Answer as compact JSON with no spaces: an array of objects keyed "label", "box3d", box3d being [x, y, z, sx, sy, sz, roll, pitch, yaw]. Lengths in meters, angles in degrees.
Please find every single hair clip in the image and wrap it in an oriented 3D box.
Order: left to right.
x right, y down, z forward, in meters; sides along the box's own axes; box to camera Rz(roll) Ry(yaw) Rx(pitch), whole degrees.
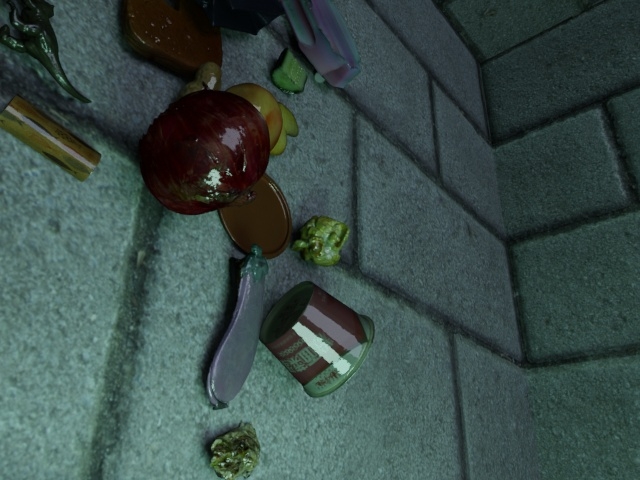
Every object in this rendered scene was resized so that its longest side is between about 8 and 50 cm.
[{"label":"hair clip","box3d":[-0.176,0.186,1.112,0.096,0.110,0.358,7,66,-6]}]

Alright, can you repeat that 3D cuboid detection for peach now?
[{"label":"peach","box3d":[-0.177,-0.291,1.237,0.184,0.184,0.184,26,54,-43]}]

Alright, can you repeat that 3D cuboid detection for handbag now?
[{"label":"handbag","box3d":[-0.263,-0.692,1.315,0.303,0.122,0.329,59,26,-7]}]

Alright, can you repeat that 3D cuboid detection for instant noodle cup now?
[{"label":"instant noodle cup","box3d":[-0.018,0.218,1.184,0.178,0.235,0.234,42,43,-18]}]

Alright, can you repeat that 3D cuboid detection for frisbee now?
[{"label":"frisbee","box3d":[-0.163,-0.072,1.288,0.251,0.021,0.250,25,56,-44]}]

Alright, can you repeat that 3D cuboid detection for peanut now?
[{"label":"peanut","box3d":[-0.282,-0.340,1.184,0.080,0.080,0.174,36,72,-38]}]

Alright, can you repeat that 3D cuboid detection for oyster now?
[{"label":"oyster","box3d":[-0.170,0.430,1.019,0.166,0.053,0.108,9,77,-58]}]

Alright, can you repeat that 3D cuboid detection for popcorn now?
[{"label":"popcorn","box3d":[0.000,0.000,1.389,0.135,0.162,0.141,55,-6,44]}]

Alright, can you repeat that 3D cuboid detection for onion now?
[{"label":"onion","box3d":[-0.230,-0.171,1.045,0.276,0.276,0.276,26,54,-43]}]

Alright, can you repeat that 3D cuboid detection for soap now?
[{"label":"soap","box3d":[0.011,-0.670,1.678,0.193,0.109,0.323,-11,73,-49]}]

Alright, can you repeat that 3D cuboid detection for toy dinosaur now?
[{"label":"toy dinosaur","box3d":[-0.491,-0.378,0.955,0.179,0.087,0.187,19,61,-45]}]

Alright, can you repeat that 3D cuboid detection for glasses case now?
[{"label":"glasses case","box3d":[-0.481,-0.184,0.916,0.170,0.041,0.064,40,45,-33]}]

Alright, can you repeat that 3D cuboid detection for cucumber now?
[{"label":"cucumber","box3d":[-0.098,-0.502,1.539,0.116,0.062,0.115,48,43,-38]}]

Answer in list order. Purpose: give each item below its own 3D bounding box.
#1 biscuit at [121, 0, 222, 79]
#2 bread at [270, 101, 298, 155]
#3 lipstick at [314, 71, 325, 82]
[{"label":"biscuit","box3d":[-0.356,-0.517,1.226,0.277,0.052,0.262,8,64,-51]},{"label":"bread","box3d":[-0.132,-0.304,1.410,0.188,0.065,0.149,-12,94,-57]},{"label":"lipstick","box3d":[0.020,-0.579,1.744,0.040,0.040,0.141,54,40,-21]}]
